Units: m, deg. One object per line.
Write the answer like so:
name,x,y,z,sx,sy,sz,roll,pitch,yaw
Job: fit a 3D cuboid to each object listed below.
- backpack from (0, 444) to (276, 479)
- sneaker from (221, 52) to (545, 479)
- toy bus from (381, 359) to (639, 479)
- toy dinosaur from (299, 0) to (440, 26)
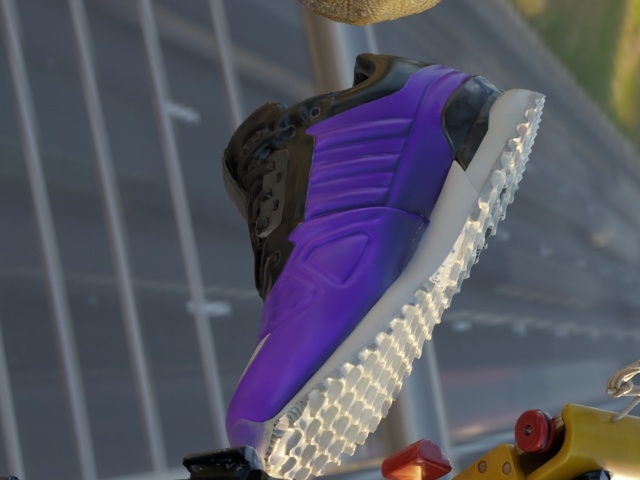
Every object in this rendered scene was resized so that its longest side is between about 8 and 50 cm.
backpack,-0.084,0.201,0.590,0.253,0.225,0.191,-60,142,-70
sneaker,0.000,0.000,1.025,0.293,0.146,0.102,-53,164,-39
toy bus,0.147,0.181,1.206,0.202,0.191,0.104,71,5,-59
toy dinosaur,0.008,-0.140,0.696,0.160,0.313,0.121,44,51,1
